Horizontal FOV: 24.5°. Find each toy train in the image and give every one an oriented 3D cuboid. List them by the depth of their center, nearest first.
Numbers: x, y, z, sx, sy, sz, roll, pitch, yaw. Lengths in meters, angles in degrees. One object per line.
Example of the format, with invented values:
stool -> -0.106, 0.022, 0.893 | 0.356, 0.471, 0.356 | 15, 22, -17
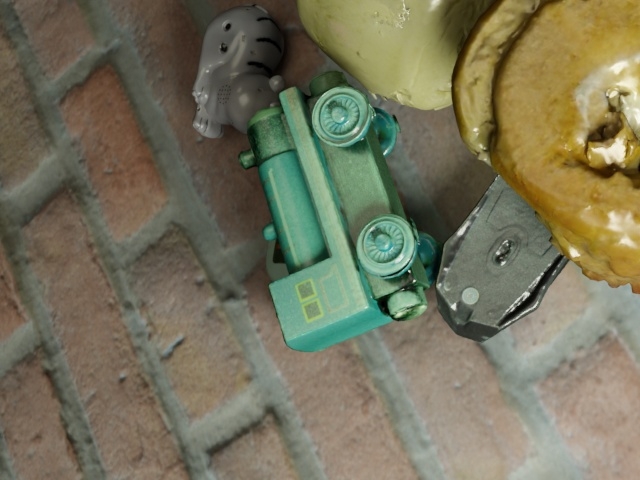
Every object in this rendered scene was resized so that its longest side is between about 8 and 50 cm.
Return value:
toy train -> 0.012, -0.034, 1.641 | 0.194, 0.120, 0.298 | -24, 71, 17

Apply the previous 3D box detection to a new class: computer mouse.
computer mouse -> 0.214, 0.008, 1.605 | 0.126, 0.071, 0.231 | 33, 89, 22

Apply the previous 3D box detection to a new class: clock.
clock -> -0.089, -0.213, 1.858 | 0.117, 0.080, 0.176 | 7, 83, 36

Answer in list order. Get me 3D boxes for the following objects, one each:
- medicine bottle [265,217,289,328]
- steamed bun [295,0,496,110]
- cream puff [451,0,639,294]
medicine bottle -> 0.000, 0.000, 1.742 | 0.121, 0.083, 0.229 | 4, 81, 27
steamed bun -> 0.081, -0.271, 1.641 | 0.232, 0.166, 0.273 | 53, 153, 27
cream puff -> 0.307, -0.114, 1.461 | 0.343, 0.231, 0.327 | 10, 85, 19
